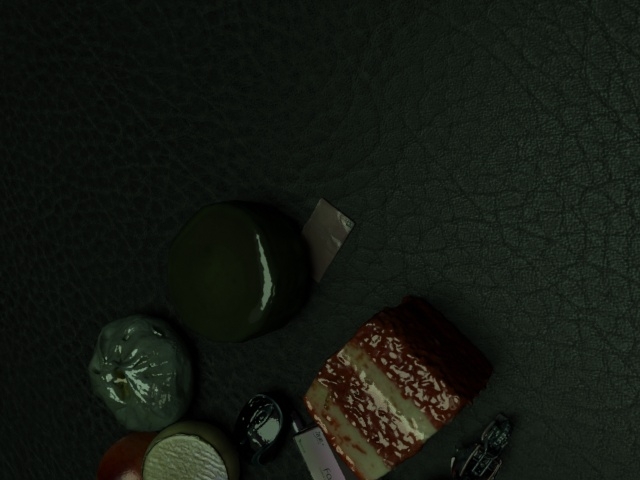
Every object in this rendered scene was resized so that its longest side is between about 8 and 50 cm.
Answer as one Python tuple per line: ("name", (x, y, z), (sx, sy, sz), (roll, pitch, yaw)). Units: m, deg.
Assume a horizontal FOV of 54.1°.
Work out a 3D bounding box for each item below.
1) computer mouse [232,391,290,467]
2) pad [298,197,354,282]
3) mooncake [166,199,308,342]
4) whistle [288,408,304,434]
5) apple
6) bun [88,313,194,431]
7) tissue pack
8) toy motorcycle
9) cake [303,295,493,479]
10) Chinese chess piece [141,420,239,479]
("computer mouse", (-0.166, 0.503, 1.643), (0.137, 0.096, 0.233), (38, 122, 26))
("pad", (0.000, 0.000, 1.564), (0.113, 0.006, 0.187), (39, 114, 19))
("mooncake", (-0.205, 0.075, 1.582), (0.356, 0.194, 0.356), (1, 91, 29))
("whistle", (-0.039, 0.521, 1.623), (0.033, 0.033, 0.176), (-32, 79, 28))
("apple", (-0.558, 0.729, 1.865), (0.251, 0.163, 0.293), (11, 102, 29))
("bun", (-0.529, 0.383, 1.794), (0.354, 0.194, 0.354), (3, 96, 28))
("tissue pack", (0.053, 0.541, 1.511), (0.092, 0.148, 0.246), (-31, 82, 27))
("toy motorcycle", (0.349, 0.469, 1.365), (0.082, 0.122, 0.213), (33, 98, -2))
("cake", (0.156, 0.316, 1.355), (0.270, 0.269, 0.319), (46, 113, 17))
("Chinese chess piece", (-0.358, 0.635, 1.731), (0.270, 0.112, 0.270), (1, 97, 10))
